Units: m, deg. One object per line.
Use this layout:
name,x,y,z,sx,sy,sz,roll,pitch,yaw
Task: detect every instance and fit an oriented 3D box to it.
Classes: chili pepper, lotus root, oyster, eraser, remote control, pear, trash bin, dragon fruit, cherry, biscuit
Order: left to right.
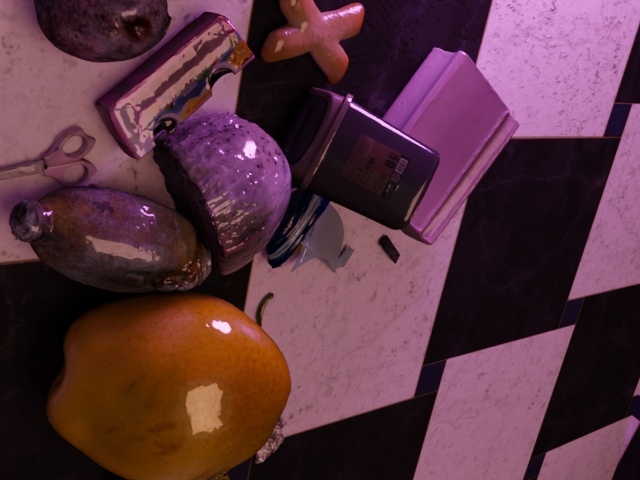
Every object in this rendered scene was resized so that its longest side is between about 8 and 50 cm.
cherry,-0.317,-0.346,1.205,0.195,0.195,0.195,-22,126,-33
lotus root,-0.354,-0.006,1.384,0.350,0.175,0.174,19,100,-37
pear,-0.265,0.258,1.480,0.419,0.362,0.362,11,107,-16
dragon fruit,-0.147,-0.089,1.495,0.221,0.204,0.282,-33,132,-25
chili pepper,-0.122,0.152,1.788,0.030,0.017,0.083,17,101,-48
oyster,-0.120,0.473,1.957,0.098,0.037,0.100,-26,128,-31
biscuit,-0.011,-0.393,1.560,0.208,0.047,0.164,6,109,-45
trash bin,0.069,-0.157,1.620,0.291,0.182,0.209,27,86,-5
remote control,0.166,0.021,1.979,0.034,0.016,0.091,-61,140,-20
eraser,0.252,-0.203,1.832,0.359,0.122,0.272,-53,129,-6

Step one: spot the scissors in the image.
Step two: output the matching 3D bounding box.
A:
scissors,-0.460,-0.118,1.323,0.212,0.021,0.110,-18,127,-35

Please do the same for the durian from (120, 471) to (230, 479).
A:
durian,-0.286,0.525,1.688,0.225,0.291,0.291,-36,134,-38

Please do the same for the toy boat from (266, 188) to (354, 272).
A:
toy boat,0.000,0.000,1.785,0.220,0.067,0.291,-55,140,-4

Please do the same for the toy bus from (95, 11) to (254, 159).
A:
toy bus,-0.247,-0.264,1.387,0.274,0.090,0.112,-45,129,-14
